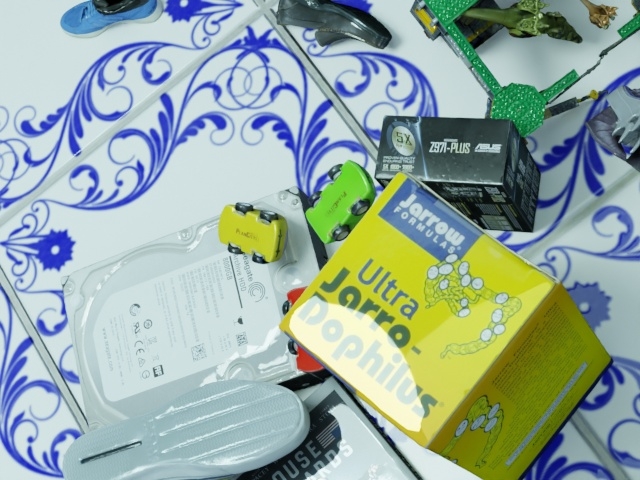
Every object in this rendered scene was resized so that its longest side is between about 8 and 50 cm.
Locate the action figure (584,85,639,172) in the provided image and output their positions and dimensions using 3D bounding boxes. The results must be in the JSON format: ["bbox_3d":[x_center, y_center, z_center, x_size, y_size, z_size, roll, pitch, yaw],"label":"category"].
[{"bbox_3d":[0.427,-0.197,1.462,0.285,0.185,0.099,-55,30,13],"label":"action figure"}]

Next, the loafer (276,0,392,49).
[{"bbox_3d":[0.016,-0.275,1.698,0.170,0.062,0.061,31,108,29],"label":"loafer"}]

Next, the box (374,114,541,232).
[{"bbox_3d":[0.159,-0.074,1.506,0.147,0.180,0.078,4,75,22],"label":"box"}]

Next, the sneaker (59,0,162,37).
[{"bbox_3d":[-0.300,-0.321,1.809,0.152,0.084,0.058,-4,72,20],"label":"sneaker"}]

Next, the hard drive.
[{"bbox_3d":[-0.144,0.099,1.632,0.339,0.064,0.237,-20,68,13],"label":"hard drive"}]

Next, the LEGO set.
[{"bbox_3d":[0.261,-0.274,1.564,0.255,0.192,0.331,44,92,-2],"label":"LEGO set"}]

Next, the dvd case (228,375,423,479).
[{"bbox_3d":[0.023,0.300,1.524,0.179,0.029,0.239,-43,65,3],"label":"dvd case"}]

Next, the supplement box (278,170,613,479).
[{"bbox_3d":[0.142,0.108,1.358,0.194,0.356,0.195,37,89,27],"label":"supplement box"}]

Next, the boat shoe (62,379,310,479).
[{"bbox_3d":[-0.150,0.239,1.550,0.302,0.094,0.109,-14,60,13],"label":"boat shoe"}]

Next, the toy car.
[{"bbox_3d":[0.000,0.000,1.505,0.225,0.053,0.239,-51,61,32],"label":"toy car"}]
